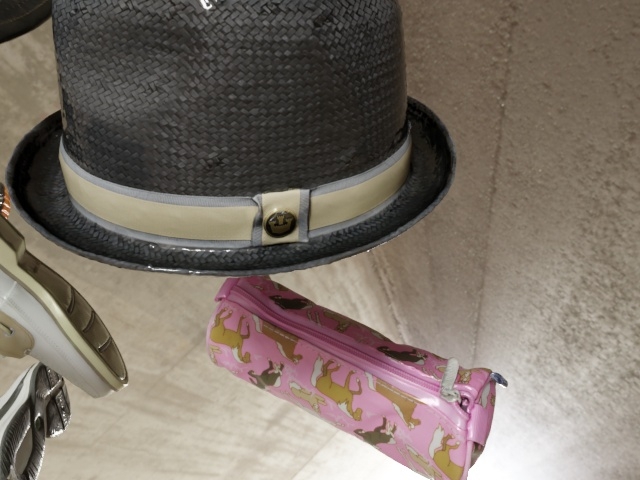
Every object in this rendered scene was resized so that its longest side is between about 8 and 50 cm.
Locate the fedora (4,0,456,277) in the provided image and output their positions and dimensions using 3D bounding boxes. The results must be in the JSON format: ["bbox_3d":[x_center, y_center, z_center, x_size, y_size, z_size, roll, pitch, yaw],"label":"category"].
[{"bbox_3d":[-0.060,-0.120,0.389,0.334,0.334,0.153,40,141,38],"label":"fedora"}]

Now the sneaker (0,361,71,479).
[{"bbox_3d":[-0.675,0.376,1.069,0.447,0.257,0.169,-146,43,-75],"label":"sneaker"}]

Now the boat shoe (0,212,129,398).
[{"bbox_3d":[-0.355,0.082,0.634,0.302,0.103,0.113,54,172,-15],"label":"boat shoe"}]

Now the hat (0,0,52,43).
[{"bbox_3d":[-0.328,-0.272,0.343,0.133,0.331,0.331,-2,143,32],"label":"hat"}]

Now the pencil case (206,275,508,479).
[{"bbox_3d":[0.031,0.167,0.704,0.385,0.167,0.160,21,-162,23],"label":"pencil case"}]

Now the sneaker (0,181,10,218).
[{"bbox_3d":[-0.719,-0.012,1.057,0.121,0.263,0.099,21,160,-7],"label":"sneaker"}]
